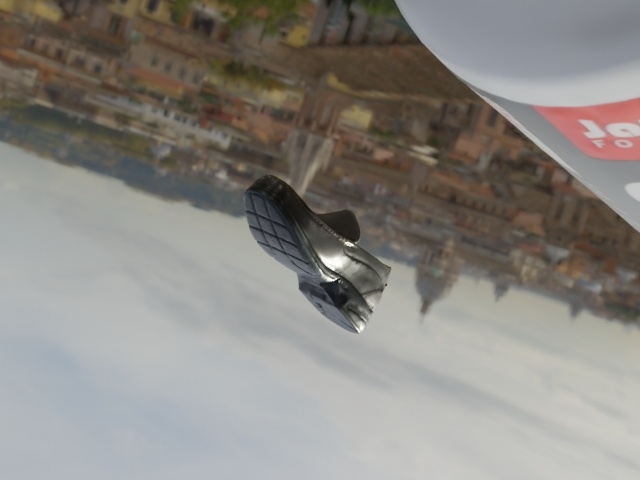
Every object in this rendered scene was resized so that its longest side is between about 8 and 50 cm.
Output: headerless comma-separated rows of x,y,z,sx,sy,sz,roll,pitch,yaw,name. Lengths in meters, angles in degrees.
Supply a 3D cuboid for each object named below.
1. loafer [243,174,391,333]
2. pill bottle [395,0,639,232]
0.000,0.000,0.786,0.062,0.061,0.170,26,162,37,loafer
0.153,-0.119,0.430,0.210,0.210,0.363,18,173,45,pill bottle
